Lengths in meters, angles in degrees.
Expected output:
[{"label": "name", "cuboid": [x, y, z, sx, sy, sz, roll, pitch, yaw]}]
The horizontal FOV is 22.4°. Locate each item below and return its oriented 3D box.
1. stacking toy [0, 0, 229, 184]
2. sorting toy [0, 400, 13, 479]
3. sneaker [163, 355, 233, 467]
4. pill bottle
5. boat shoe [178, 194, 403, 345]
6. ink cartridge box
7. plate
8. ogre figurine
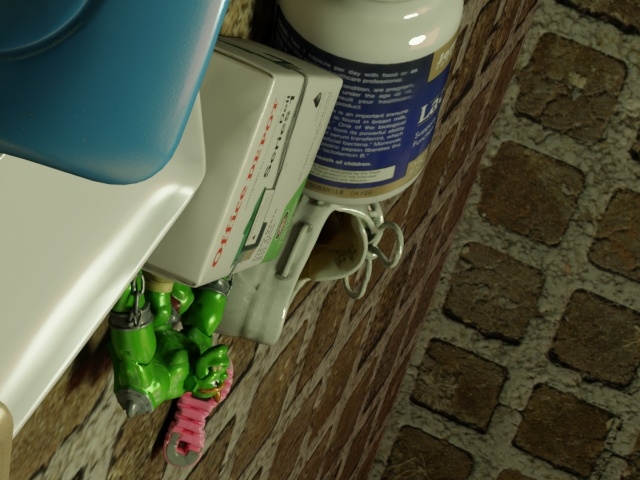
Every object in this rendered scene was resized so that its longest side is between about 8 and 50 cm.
[{"label": "stacking toy", "cuboid": [-0.105, -0.150, 0.708, 0.302, 0.175, 0.166, -74, -178, -73]}, {"label": "sorting toy", "cuboid": [-0.247, 0.195, 0.884, 0.193, 0.038, 0.208, -43, 158, -35]}, {"label": "sneaker", "cuboid": [-0.122, 0.160, 1.570, 0.119, 0.047, 0.057, -65, -171, 0]}, {"label": "pill bottle", "cuboid": [0.034, -0.165, 1.328, 0.265, 0.153, 0.153, 100, 16, -51]}, {"label": "boat shoe", "cuboid": [0.002, -0.007, 1.494, 0.367, 0.156, 0.136, -48, 159, -61]}, {"label": "ink cartridge box", "cuboid": [-0.072, -0.062, 1.170, 0.219, 0.092, 0.160, -24, 136, -76]}, {"label": "plate", "cuboid": [-0.161, -0.004, 0.897, 0.277, 0.045, 0.278, -56, 167, -21]}, {"label": "ogre figurine", "cuboid": [-0.116, 0.065, 1.244, 0.197, 0.096, 0.118, -106, -161, -82]}]
